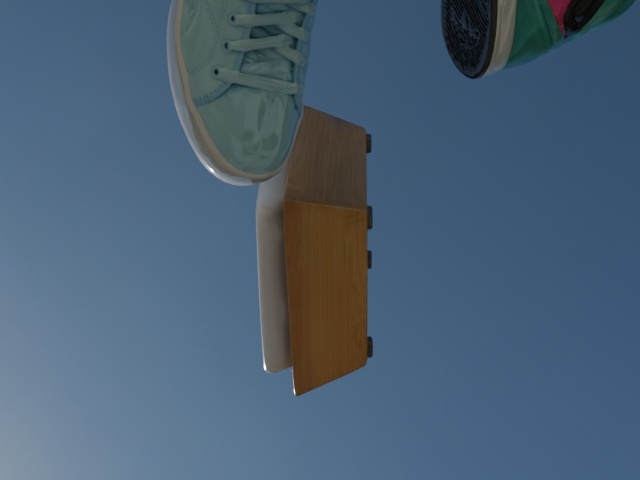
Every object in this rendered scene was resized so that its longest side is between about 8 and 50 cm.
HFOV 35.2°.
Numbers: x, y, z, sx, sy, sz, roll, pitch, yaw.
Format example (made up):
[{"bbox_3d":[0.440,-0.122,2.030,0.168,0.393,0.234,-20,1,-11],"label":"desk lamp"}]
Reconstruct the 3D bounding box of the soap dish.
[{"bbox_3d":[0.000,0.000,1.136,0.118,0.291,0.229,-1,-64,2],"label":"soap dish"}]

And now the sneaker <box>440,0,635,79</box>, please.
[{"bbox_3d":[0.215,-0.282,0.864,0.178,0.124,0.295,-18,-38,-21],"label":"sneaker"}]

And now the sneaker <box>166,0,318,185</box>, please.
[{"bbox_3d":[-0.052,-0.231,0.887,0.135,0.150,0.366,-1,-87,-24],"label":"sneaker"}]
